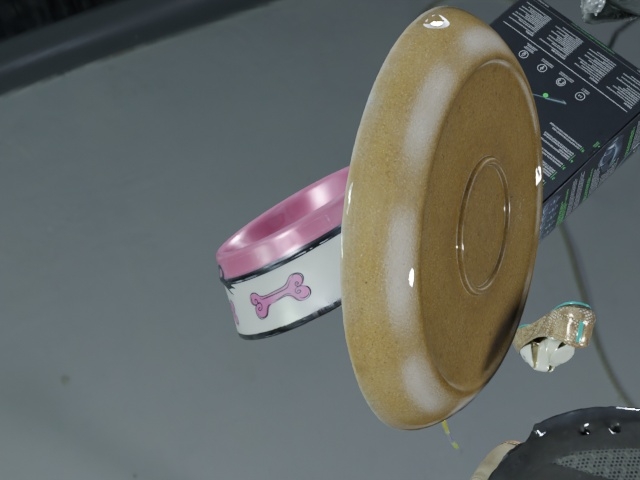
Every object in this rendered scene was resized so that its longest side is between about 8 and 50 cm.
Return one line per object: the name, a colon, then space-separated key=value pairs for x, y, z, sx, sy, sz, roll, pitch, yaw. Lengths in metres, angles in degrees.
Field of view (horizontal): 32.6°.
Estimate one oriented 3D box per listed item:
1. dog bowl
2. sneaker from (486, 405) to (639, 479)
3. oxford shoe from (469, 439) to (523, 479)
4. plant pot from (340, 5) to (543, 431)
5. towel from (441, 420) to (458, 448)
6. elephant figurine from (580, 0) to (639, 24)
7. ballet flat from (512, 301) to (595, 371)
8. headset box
dog bowl: x=0.000 y=0.000 z=1.878 sx=0.408 sy=0.408 sz=0.150 roll=-32 pitch=99 yaw=-12
sneaker: x=0.139 y=0.210 z=0.614 sx=0.482 sy=0.185 sz=0.202 roll=-16 pitch=49 yaw=-17
oxford shoe: x=0.210 y=0.441 z=1.539 sx=0.123 sy=0.130 sz=0.348 roll=16 pitch=78 yaw=39
plant pot: x=0.079 y=-0.009 z=0.605 sx=0.032 sy=0.236 sz=0.236 roll=6 pitch=59 yaw=28
towel: x=0.195 y=0.286 z=1.724 sx=0.009 sy=0.083 sz=0.060 roll=-26 pitch=38 yaw=0
elephant figurine: x=0.355 y=-0.270 z=1.127 sx=0.186 sy=0.239 sz=0.169 roll=-25 pitch=56 yaw=14
ballet flat: x=0.304 y=0.139 z=1.466 sx=0.073 sy=0.206 sz=0.067 roll=12 pitch=69 yaw=-4
headset box: x=0.274 y=-0.154 z=1.480 sx=0.283 sy=0.131 sz=0.246 roll=-42 pitch=66 yaw=-16
